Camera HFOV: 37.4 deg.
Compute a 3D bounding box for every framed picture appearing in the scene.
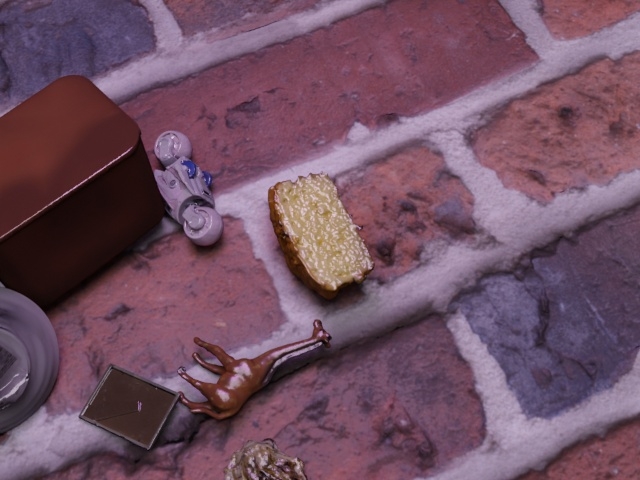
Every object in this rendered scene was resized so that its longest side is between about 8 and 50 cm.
[{"bbox_3d":[-0.326,0.283,1.619,0.149,0.011,0.109,20,64,21],"label":"framed picture"}]

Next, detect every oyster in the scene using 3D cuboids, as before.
[{"bbox_3d":[-0.075,0.387,1.562,0.165,0.053,0.108,25,55,20],"label":"oyster"}]

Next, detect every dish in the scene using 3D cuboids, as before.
[{"bbox_3d":[-0.554,0.205,1.550,0.260,0.085,0.260,-2,94,-26],"label":"dish"}]

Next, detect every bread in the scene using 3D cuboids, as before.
[{"bbox_3d":[0.000,0.000,1.708,0.143,0.139,0.229,-22,72,-10],"label":"bread"}]

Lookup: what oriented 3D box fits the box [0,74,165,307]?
[{"bbox_3d":[-0.471,-0.079,1.674,0.339,0.229,0.239,-39,57,-18],"label":"box"}]

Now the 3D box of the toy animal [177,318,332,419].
[{"bbox_3d":[-0.116,0.214,1.636,0.229,0.066,0.224,14,62,17],"label":"toy animal"}]

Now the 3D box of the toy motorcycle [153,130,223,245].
[{"bbox_3d":[-0.260,-0.094,1.788,0.112,0.112,0.254,-19,64,-10],"label":"toy motorcycle"}]
